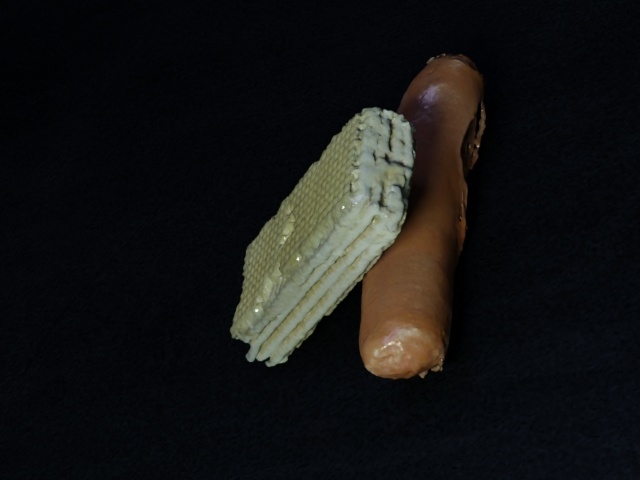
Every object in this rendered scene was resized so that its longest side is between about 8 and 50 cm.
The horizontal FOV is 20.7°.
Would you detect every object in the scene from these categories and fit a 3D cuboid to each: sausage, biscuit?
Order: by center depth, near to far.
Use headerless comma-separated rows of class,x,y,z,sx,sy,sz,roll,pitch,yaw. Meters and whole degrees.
biscuit,0.000,0.000,1.403,0.239,0.062,0.108,-51,24,48
sausage,0.081,-0.021,1.420,0.087,0.079,0.326,-36,32,43
